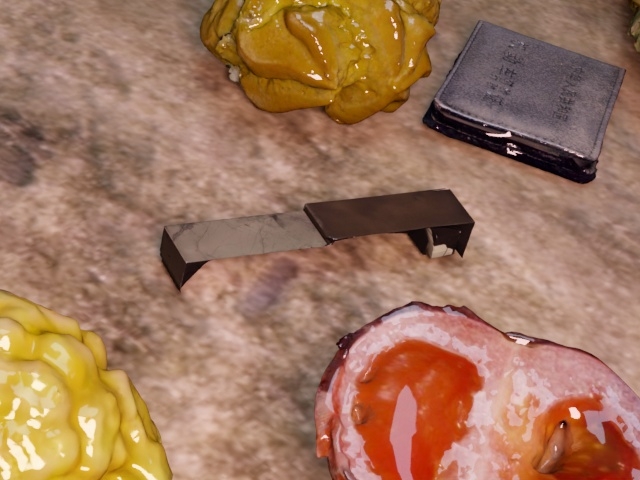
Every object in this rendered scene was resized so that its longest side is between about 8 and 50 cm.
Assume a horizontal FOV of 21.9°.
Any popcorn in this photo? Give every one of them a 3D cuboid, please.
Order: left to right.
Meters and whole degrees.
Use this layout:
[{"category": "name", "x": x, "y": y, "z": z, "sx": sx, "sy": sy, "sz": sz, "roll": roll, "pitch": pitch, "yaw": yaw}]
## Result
[{"category": "popcorn", "x": -0.206, "y": 0.142, "z": 0.914, "sx": 0.259, "sy": 0.259, "sz": 0.212, "roll": 15, "pitch": 50, "yaw": 1}]

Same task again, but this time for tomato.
[{"category": "tomato", "x": 0.098, "y": 0.155, "z": 1.078, "sx": 0.228, "sy": 0.112, "sz": 0.199, "roll": 21, "pitch": 48, "yaw": 3}]

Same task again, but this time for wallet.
[{"category": "wallet", "x": 0.200, "y": -0.137, "z": 1.577, "sx": 0.167, "sy": 0.036, "sz": 0.222, "roll": 20, "pitch": 35, "yaw": 8}]

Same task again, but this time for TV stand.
[{"category": "TV stand", "x": 0.000, "y": 0.000, "z": 1.314, "sx": 0.257, "sy": 0.040, "sz": 0.049, "roll": -7, "pitch": 42, "yaw": -28}]

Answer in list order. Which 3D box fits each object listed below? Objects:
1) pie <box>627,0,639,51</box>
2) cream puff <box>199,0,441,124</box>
[{"category": "pie", "x": 0.497, "y": -0.217, "z": 1.686, "sx": 0.395, "sy": 0.180, "sz": 0.418, "roll": 4, "pitch": 49, "yaw": -5}, {"category": "cream puff", "x": 0.019, "y": -0.193, "z": 1.480, "sx": 0.221, "sy": 0.194, "sz": 0.194, "roll": -14, "pitch": 44, "yaw": -27}]
